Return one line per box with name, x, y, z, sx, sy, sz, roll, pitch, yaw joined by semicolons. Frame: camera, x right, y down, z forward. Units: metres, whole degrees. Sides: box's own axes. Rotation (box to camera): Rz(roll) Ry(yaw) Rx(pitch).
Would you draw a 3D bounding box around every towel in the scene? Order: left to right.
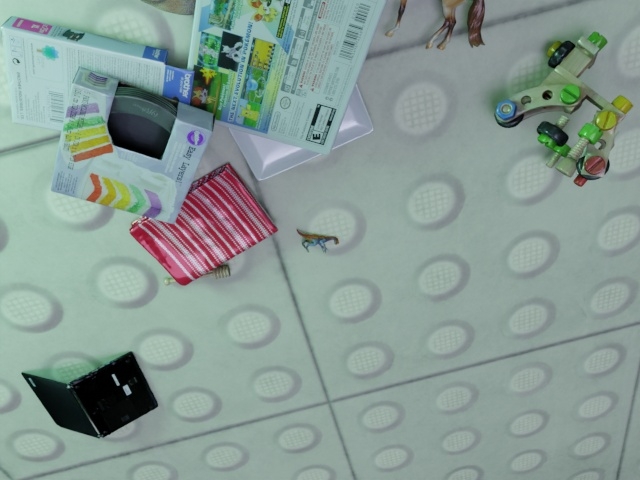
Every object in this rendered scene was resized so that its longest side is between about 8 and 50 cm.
towel;-0.260;-0.025;1.204;0.275;0.031;0.199;-30;118;11

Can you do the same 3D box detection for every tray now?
tray;-0.038;-0.235;1.107;0.270;0.030;0.145;-23;126;7

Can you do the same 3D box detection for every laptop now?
laptop;-0.621;0.411;1.475;0.264;0.136;0.234;-27;130;-22

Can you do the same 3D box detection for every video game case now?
video game case;-0.077;-0.326;0.957;0.300;0.036;0.329;14;133;-9

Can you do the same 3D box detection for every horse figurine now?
horse figurine;0.197;-0.444;0.979;0.263;0.066;0.174;13;128;-15

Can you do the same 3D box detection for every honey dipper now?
honey dipper;-0.297;0.088;1.293;0.161;0.030;0.030;-11;126;2

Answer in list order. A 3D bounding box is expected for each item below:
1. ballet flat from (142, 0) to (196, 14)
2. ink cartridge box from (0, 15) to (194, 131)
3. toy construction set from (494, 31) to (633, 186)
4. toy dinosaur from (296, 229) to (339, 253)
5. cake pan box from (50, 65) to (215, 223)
ballet flat;-0.324;-0.461;0.854;0.316;0.106;0.107;29;115;-26
ink cartridge box;-0.396;-0.276;0.988;0.311;0.065;0.185;10;132;-13
toy construction set;0.536;-0.264;1.090;0.309;0.257;0.237;22;107;-46
toy dinosaur;0.000;0.000;1.274;0.082;0.047;0.090;-28;116;-12
cake pan box;-0.352;-0.168;1.012;0.246;0.070;0.267;16;131;-24
